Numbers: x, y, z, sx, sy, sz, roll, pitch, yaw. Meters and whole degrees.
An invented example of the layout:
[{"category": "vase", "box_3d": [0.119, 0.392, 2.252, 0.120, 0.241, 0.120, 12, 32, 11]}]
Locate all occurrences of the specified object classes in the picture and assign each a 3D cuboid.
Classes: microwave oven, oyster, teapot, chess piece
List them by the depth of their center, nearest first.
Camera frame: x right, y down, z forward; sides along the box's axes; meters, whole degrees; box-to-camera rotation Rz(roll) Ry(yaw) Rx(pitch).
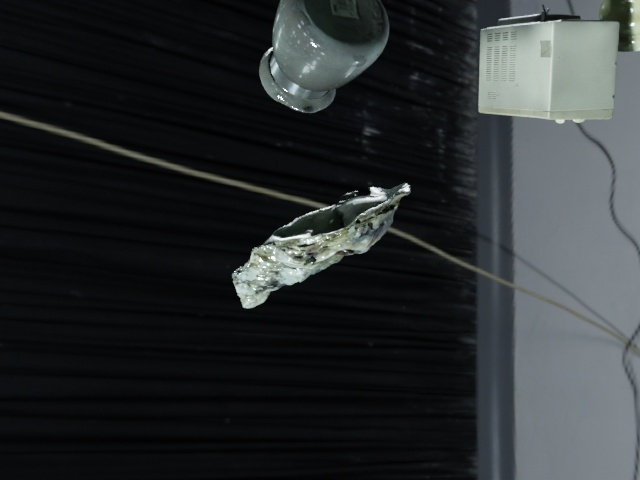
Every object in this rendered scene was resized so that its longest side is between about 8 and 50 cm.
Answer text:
[{"category": "oyster", "box_3d": [-0.002, -0.003, 1.029, 0.252, 0.087, 0.199, -39, 16, -12]}, {"category": "chess piece", "box_3d": [0.541, -0.461, 1.357, 0.133, 0.243, 0.133, -13, 45, 14]}, {"category": "microwave oven", "box_3d": [0.403, -0.312, 1.410, 0.240, 0.145, 0.194, -147, 58, -69]}, {"category": "teapot", "box_3d": [-0.035, -0.418, 1.622, 0.305, 0.223, 0.285, 54, 146, 8]}]
